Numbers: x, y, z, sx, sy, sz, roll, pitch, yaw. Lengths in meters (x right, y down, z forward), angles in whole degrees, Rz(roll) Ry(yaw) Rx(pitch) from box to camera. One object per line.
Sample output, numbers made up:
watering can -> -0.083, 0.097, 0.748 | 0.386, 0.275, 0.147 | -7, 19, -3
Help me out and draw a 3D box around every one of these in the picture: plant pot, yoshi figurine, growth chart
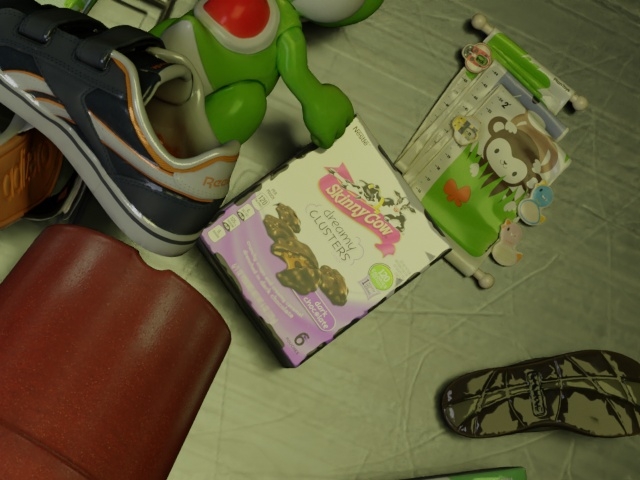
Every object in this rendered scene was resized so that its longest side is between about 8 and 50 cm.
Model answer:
plant pot -> -0.228, 0.146, 1.760 | 0.272, 0.272, 0.265 | 33, 69, -9
yoshi figurine -> -0.049, -0.195, 1.884 | 0.362, 0.203, 0.203 | -45, 116, -3
growth chart -> 0.169, -0.086, 2.000 | 0.172, 0.021, 0.237 | 32, 79, -9

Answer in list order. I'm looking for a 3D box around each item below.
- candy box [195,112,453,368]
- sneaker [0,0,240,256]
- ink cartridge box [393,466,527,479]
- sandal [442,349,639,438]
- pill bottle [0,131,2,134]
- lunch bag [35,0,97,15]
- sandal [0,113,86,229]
candy box -> 0.000, 0.000, 1.912 | 0.196, 0.070, 0.165 | -37, 94, -10
sneaker -> -0.192, -0.141, 1.726 | 0.321, 0.126, 0.127 | 45, 120, 10
ink cartridge box -> 0.124, 0.335, 1.906 | 0.160, 0.092, 0.219 | -6, 85, -15
sandal -> 0.229, 0.160, 1.975 | 0.219, 0.060, 0.090 | -8, 80, -1
pill bottle -> -0.421, -0.157, 1.753 | 0.161, 0.161, 0.283 | -37, 106, -15
lunch bag -> -0.283, -0.273, 1.864 | 0.176, 0.090, 0.219 | 34, 77, -10
sandal -> -0.245, -0.059, 1.771 | 0.076, 0.265, 0.102 | 2, 107, 7
